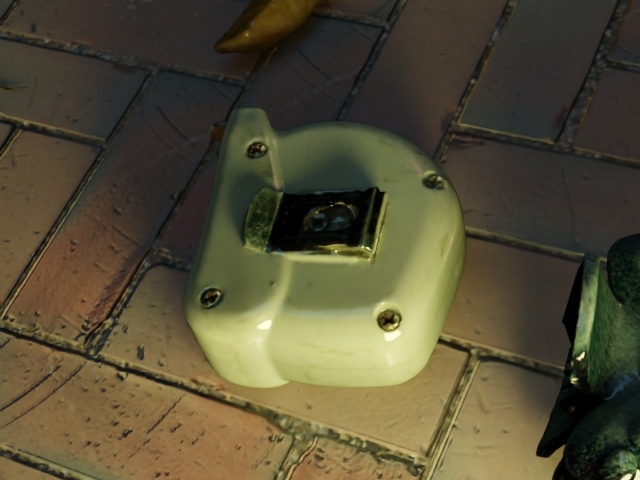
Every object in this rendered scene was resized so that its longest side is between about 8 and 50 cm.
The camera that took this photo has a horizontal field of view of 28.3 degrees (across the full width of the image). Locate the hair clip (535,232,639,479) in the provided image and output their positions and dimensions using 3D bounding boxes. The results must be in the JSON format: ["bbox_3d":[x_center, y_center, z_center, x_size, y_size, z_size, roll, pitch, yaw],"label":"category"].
[{"bbox_3d":[0.268,0.112,0.921,0.206,0.194,0.310,16,58,10],"label":"hair clip"}]

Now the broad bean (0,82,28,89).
[{"bbox_3d":[-0.411,-0.056,1.282,0.098,0.056,0.318,8,56,20],"label":"broad bean"}]

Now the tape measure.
[{"bbox_3d":[-0.001,0.000,1.091,0.246,0.125,0.243,0,56,15],"label":"tape measure"}]

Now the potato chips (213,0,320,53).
[{"bbox_3d":[0.010,-0.354,1.349,0.057,0.080,0.407,-6,56,59],"label":"potato chips"}]
